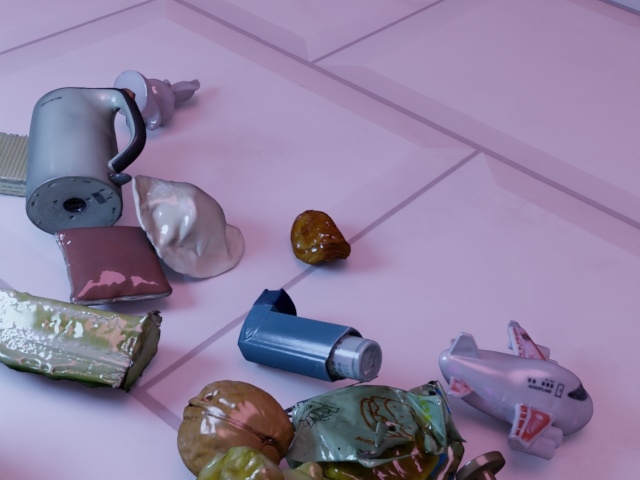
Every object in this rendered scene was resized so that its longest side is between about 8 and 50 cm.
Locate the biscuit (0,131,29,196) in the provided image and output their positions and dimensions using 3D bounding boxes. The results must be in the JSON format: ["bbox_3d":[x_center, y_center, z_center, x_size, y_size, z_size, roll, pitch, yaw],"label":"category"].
[{"bbox_3d":[-0.602,-0.148,1.764,0.252,0.052,0.150,6,43,-8],"label":"biscuit"}]

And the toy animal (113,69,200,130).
[{"bbox_3d":[-0.344,-0.297,1.983,0.103,0.131,0.221,-12,1,28],"label":"toy animal"}]

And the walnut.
[{"bbox_3d":[-0.123,0.262,1.251,0.144,0.144,0.180,-20,15,-30],"label":"walnut"}]

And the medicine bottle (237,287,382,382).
[{"bbox_3d":[-0.018,0.151,1.410,0.258,0.079,0.124,10,41,40],"label":"medicine bottle"}]

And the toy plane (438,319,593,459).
[{"bbox_3d":[0.296,0.219,1.397,0.252,0.118,0.252,16,38,-13],"label":"toy plane"}]

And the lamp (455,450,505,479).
[{"bbox_3d":[0.261,0.380,1.191,0.121,0.121,0.215,-13,54,-24],"label":"lamp"}]

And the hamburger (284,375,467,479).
[{"bbox_3d":[0.072,0.286,1.259,0.260,0.150,0.276,6,39,0],"label":"hamburger"}]

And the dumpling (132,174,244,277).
[{"bbox_3d":[-0.242,-0.022,1.610,0.126,0.216,0.166,-14,42,22],"label":"dumpling"}]

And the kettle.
[{"bbox_3d":[-0.420,-0.160,1.666,0.240,0.165,0.255,-22,50,11],"label":"kettle"}]

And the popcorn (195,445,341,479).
[{"bbox_3d":[-0.032,0.382,1.017,0.335,0.279,0.274,30,60,35],"label":"popcorn"}]

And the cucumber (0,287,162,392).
[{"bbox_3d":[-0.413,0.144,1.400,0.325,0.105,0.145,13,65,6],"label":"cucumber"}]

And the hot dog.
[{"bbox_3d":[-0.001,-0.002,1.674,0.099,0.065,0.147,-8,30,-18],"label":"hot dog"}]

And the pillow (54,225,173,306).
[{"bbox_3d":[-0.347,0.045,1.546,0.171,0.075,0.179,-3,41,-24],"label":"pillow"}]
